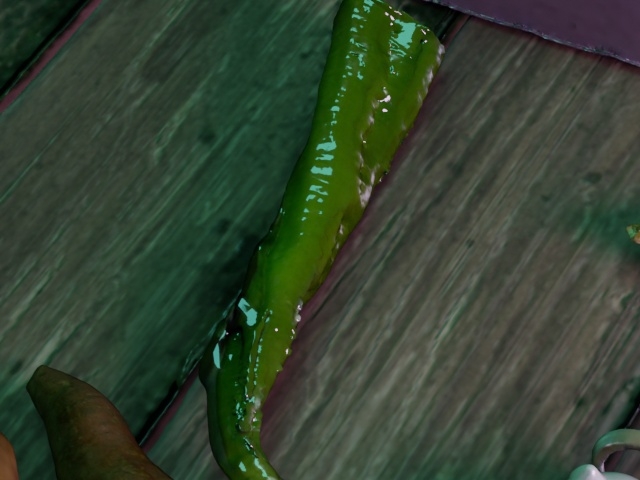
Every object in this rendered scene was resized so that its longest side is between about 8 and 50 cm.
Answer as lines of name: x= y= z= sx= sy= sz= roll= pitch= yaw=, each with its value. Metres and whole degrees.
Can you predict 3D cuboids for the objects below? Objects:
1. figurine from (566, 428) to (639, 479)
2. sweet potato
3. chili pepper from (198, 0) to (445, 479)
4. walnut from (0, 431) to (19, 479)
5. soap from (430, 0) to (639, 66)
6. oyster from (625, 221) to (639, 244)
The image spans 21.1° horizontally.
figurine: x=0.155 y=0.173 z=0.927 sx=0.132 sy=0.132 sz=0.154 roll=19 pitch=47 yaw=19
sweet potato: x=-0.102 y=0.162 z=0.988 sx=0.077 sy=0.077 sz=0.243 roll=-35 pitch=49 yaw=-15
chili pepper: x=0.000 y=0.000 z=1.081 sx=0.085 sy=0.076 sz=0.359 roll=31 pitch=59 yaw=-23
walnut: x=-0.333 y=0.153 z=0.881 sx=0.344 sy=0.306 sz=0.306 roll=-12 pitch=56 yaw=-1
soap: x=0.231 y=-0.264 z=1.205 sx=0.296 sy=0.107 sz=0.285 roll=22 pitch=62 yaw=20
oyster: x=0.275 y=-0.007 z=1.073 sx=0.146 sy=0.045 sz=0.122 roll=19 pitch=47 yaw=19
